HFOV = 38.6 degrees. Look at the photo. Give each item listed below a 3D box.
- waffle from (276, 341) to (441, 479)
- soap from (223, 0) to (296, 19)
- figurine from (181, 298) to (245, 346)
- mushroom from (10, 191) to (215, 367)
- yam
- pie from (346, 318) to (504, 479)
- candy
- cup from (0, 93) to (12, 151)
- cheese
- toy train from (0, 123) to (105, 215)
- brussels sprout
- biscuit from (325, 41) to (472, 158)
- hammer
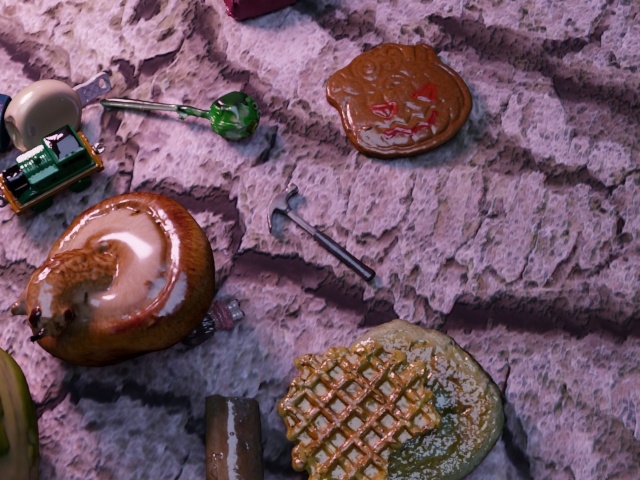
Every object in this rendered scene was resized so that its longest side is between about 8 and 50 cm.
[{"bbox_3d":[0.066,0.304,1.548,0.291,0.051,0.291,0,73,0],"label":"waffle"},{"bbox_3d":[-0.108,-0.585,1.911,0.182,0.112,0.289,30,69,8],"label":"soap"},{"bbox_3d":[-0.203,0.142,1.643,0.129,0.054,0.072,-24,96,-12],"label":"figurine"},{"bbox_3d":[-0.343,0.062,1.546,0.345,0.259,0.345,-10,59,17],"label":"mushroom"},{"bbox_3d":[-0.141,0.390,1.527,0.106,0.106,0.259,-1,68,-5],"label":"yam"},{"bbox_3d":[0.156,0.298,1.611,0.323,0.070,0.323,0,72,-1],"label":"pie"},{"bbox_3d":[-0.278,-0.256,1.797,0.323,0.097,0.097,7,68,7],"label":"candy"},{"bbox_3d":[-0.670,-0.209,1.720,0.155,0.131,0.176,6,98,-6],"label":"cup"},{"bbox_3d":[-0.494,-0.256,1.747,0.064,0.137,0.227,27,52,32],"label":"cheese"},{"bbox_3d":[-0.502,-0.134,1.687,0.227,0.136,0.091,-31,74,-17],"label":"toy train"},{"bbox_3d":[-0.611,0.292,1.436,0.371,0.276,0.315,31,73,7],"label":"brussels sprout"},{"bbox_3d":[0.163,-0.288,1.853,0.273,0.049,0.257,-25,72,-15],"label":"biscuit"},{"bbox_3d":[0.000,0.000,1.736,0.246,0.029,0.103,40,70,9],"label":"hammer"}]
